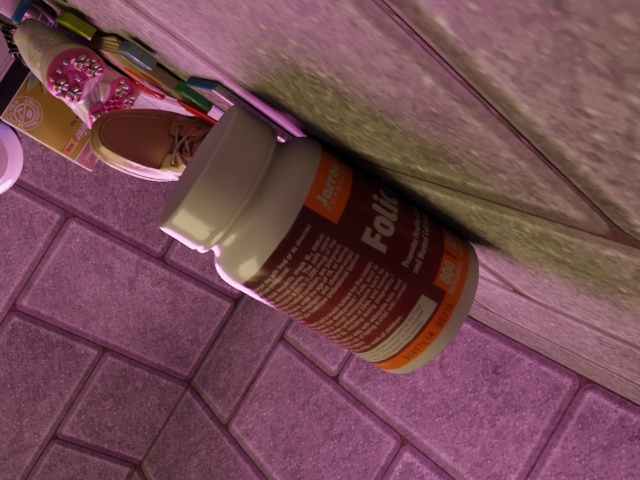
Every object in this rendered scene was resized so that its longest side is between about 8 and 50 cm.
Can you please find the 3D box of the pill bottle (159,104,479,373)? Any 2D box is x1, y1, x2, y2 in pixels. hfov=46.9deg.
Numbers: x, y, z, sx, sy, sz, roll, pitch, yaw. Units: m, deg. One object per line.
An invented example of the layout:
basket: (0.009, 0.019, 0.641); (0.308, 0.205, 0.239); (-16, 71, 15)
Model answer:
pill bottle: (0.000, 0.000, 1.001); (0.392, 0.224, 0.224); (31, 178, -18)

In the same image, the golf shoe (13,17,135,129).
golf shoe: (-0.419, -0.286, 1.282); (0.140, 0.115, 0.306); (41, 173, 10)

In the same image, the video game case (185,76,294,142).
video game case: (-0.110, -0.183, 1.081); (0.166, 0.015, 0.119); (32, 177, -32)

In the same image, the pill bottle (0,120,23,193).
pill bottle: (-0.745, -0.189, 1.606); (0.182, 0.181, 0.323); (32, 178, -25)

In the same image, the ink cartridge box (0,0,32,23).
ink cartridge box: (-0.507, -0.391, 1.082); (0.104, 0.060, 0.180); (31, -179, -1)

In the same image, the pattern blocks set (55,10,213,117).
pattern blocks set: (-0.298, -0.284, 1.208); (0.325, 0.026, 0.285); (29, 177, 43)

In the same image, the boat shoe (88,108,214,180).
boat shoe: (-0.207, -0.156, 1.229); (0.341, 0.121, 0.110); (8, 175, -18)

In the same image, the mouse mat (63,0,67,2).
mouse mat: (-0.435, -0.389, 0.985); (0.190, 0.007, 0.152); (33, 177, -8)

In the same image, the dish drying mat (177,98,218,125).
dish drying mat: (-0.190, -0.200, 1.177); (0.083, 0.008, 0.032); (30, 177, 7)

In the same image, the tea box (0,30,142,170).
tea box: (-0.613, -0.344, 1.602); (0.324, 0.219, 0.329); (32, 178, -33)

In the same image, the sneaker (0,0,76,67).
sneaker: (-0.507, -0.362, 1.298); (0.101, 0.106, 0.267); (32, 177, 21)
